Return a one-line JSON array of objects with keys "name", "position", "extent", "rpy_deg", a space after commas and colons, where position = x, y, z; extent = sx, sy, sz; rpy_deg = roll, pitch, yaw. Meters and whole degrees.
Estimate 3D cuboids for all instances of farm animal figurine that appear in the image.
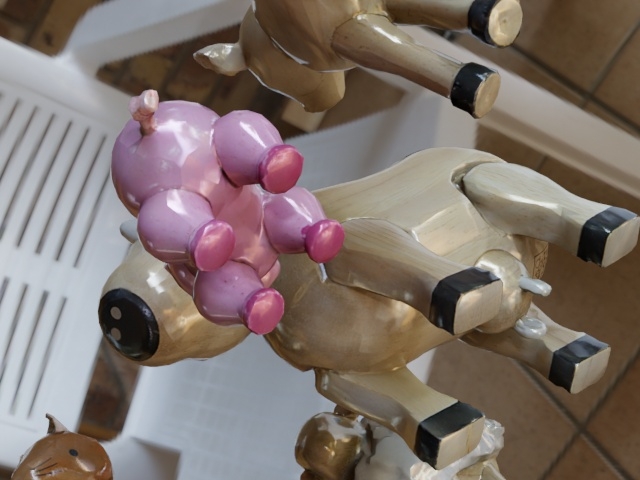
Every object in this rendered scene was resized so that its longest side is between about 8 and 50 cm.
[{"name": "farm animal figurine", "position": [0.000, 0.000, 0.503], "extent": [0.172, 0.327, 0.330], "rpy_deg": [30, 108, 39]}]
